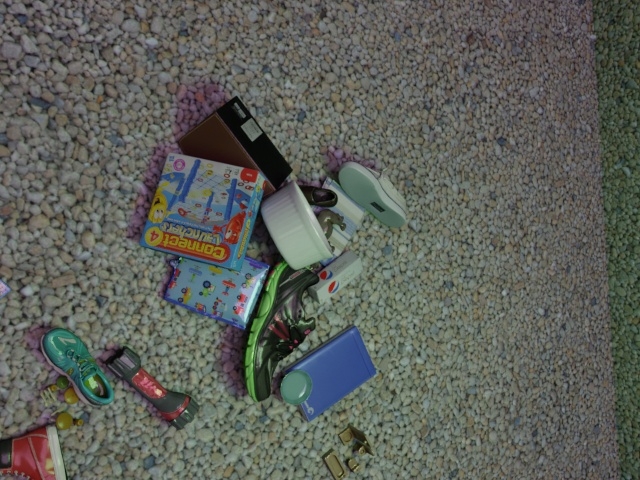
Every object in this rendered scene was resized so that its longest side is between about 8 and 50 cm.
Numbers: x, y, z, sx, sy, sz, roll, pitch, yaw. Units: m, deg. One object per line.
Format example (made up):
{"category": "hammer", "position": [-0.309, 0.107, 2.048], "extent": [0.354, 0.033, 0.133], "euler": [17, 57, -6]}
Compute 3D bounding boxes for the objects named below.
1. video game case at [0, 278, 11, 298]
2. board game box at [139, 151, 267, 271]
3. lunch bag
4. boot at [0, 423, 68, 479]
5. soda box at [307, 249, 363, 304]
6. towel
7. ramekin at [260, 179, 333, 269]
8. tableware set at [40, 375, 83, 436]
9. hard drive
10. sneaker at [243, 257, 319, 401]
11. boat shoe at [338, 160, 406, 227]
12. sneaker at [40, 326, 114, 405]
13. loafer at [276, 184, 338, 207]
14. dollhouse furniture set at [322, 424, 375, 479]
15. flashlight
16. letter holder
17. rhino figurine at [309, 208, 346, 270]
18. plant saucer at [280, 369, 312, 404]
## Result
{"category": "video game case", "position": [-0.948, 0.116, 1.470], "extent": [0.119, 0.015, 0.166], "euler": [-47, 109, -21]}
{"category": "board game box", "position": [-0.354, -0.088, 1.650], "extent": [0.308, 0.086, 0.302], "euler": [13, 81, 12]}
{"category": "lunch bag", "position": [-0.344, 0.127, 1.737], "extent": [0.293, 0.138, 0.221], "euler": [24, 81, -16]}
{"category": "boot", "position": [-0.801, 0.654, 1.505], "extent": [0.176, 0.088, 0.244], "euler": [-13, 88, -27]}
{"category": "soda box", "position": [0.051, 0.131, 1.954], "extent": [0.216, 0.069, 0.074], "euler": [-37, 135, -24]}
{"category": "towel", "position": [0.030, -0.062, 1.979], "extent": [0.209, 0.034, 0.285], "euler": [37, 75, -25]}
{"category": "ramekin", "position": [-0.080, -0.041, 1.738], "extent": [0.135, 0.277, 0.277], "euler": [-27, 103, 3]}
{"category": "tableware set", "position": [-0.731, 0.471, 1.558], "extent": [0.104, 0.024, 0.154], "euler": [-38, 105, -55]}
{"category": "hard drive", "position": [0.039, 0.477, 1.972], "extent": [0.319, 0.040, 0.210], "euler": [-29, 103, -25]}
{"category": "sneaker", "position": [-0.125, 0.299, 1.787], "extent": [0.202, 0.185, 0.483], "euler": [17, 82, -1]}
{"category": "boat shoe", "position": [0.207, -0.207, 2.010], "extent": [0.367, 0.136, 0.156], "euler": [37, 52, -33]}
{"category": "sneaker", "position": [-0.679, 0.357, 1.550], "extent": [0.107, 0.110, 0.275], "euler": [-45, 111, -36]}
{"category": "loafer", "position": [-0.043, -0.162, 1.889], "extent": [0.220, 0.078, 0.080], "euler": [1, 80, -8]}
{"category": "dollhouse furniture set", "position": [0.109, 0.783, 1.959], "extent": [0.151, 0.123, 0.144], "euler": [-33, 104, -24]}
{"category": "flashlight", "position": [-0.504, 0.443, 1.651], "extent": [0.103, 0.103, 0.304], "euler": [-46, 110, -19]}
{"category": "letter holder", "position": [-0.279, -0.270, 1.769], "extent": [0.302, 0.214, 0.152], "euler": [52, 36, -16]}
{"category": "rhino figurine", "position": [0.000, 0.000, 1.906], "extent": [0.106, 0.073, 0.243], "euler": [32, 79, -31]}
{"category": "plant saucer", "position": [-0.086, 0.502, 1.869], "extent": [0.119, 0.021, 0.119], "euler": [1, 89, -27]}
